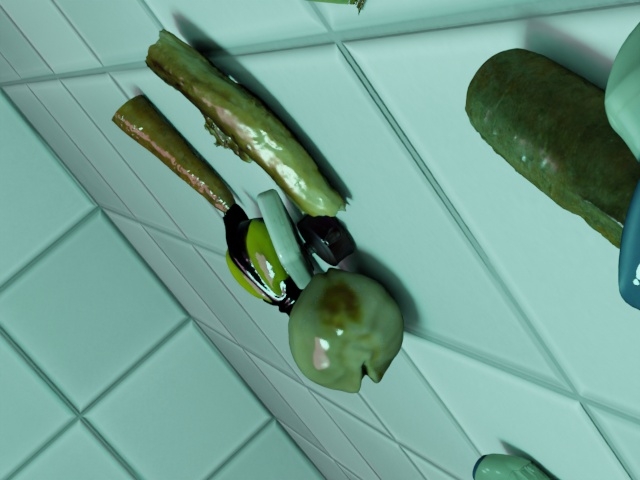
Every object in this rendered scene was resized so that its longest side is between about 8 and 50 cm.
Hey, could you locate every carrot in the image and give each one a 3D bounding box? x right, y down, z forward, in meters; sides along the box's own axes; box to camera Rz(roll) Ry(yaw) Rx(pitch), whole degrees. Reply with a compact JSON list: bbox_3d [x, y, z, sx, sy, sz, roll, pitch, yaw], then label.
[{"bbox_3d":[0.207,0.003,0.521,0.342,0.070,0.070,38,163,30],"label":"carrot"},{"bbox_3d":[-0.191,-0.111,1.447,0.224,0.057,0.057,43,166,6],"label":"carrot"}]

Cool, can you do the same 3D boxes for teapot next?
[{"bbox_3d":[0.000,0.000,1.172,0.068,0.045,0.100,51,165,-7],"label":"teapot"}]

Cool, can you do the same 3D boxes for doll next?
[{"bbox_3d":[-0.041,0.053,1.362,0.248,0.127,0.088,51,-160,-2],"label":"doll"}]

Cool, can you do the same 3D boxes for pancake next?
[{"bbox_3d":[-0.092,-0.111,1.127,0.266,0.057,0.244,48,167,-6],"label":"pancake"}]

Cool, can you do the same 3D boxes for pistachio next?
[{"bbox_3d":[0.026,0.100,1.195,0.144,0.144,0.215,48,172,-1],"label":"pistachio"}]

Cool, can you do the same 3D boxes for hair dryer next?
[{"bbox_3d":[0.252,0.350,1.205,0.167,0.067,0.199,1,99,52],"label":"hair dryer"}]

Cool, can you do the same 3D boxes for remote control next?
[{"bbox_3d":[-0.039,0.001,1.212,0.190,0.029,0.087,67,-179,-78],"label":"remote control"}]

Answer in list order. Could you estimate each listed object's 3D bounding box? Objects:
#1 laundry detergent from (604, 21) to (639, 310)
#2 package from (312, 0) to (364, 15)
[{"bbox_3d":[0.212,0.027,0.432,0.143,0.094,0.290,-41,72,40],"label":"laundry detergent"},{"bbox_3d":[-0.020,-0.185,0.682,0.121,0.031,0.108,12,169,-7],"label":"package"}]
